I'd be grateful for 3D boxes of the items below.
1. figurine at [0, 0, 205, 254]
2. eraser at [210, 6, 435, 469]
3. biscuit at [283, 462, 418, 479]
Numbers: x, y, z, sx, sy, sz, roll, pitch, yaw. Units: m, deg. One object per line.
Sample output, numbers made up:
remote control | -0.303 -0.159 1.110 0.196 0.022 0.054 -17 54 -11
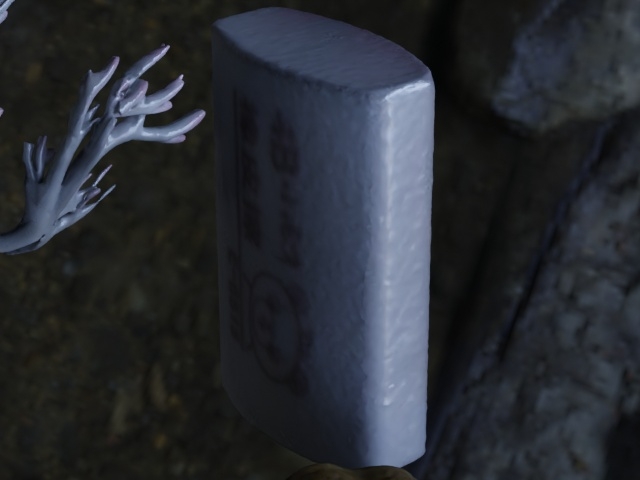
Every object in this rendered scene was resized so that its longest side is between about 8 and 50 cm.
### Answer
figurine | -0.253 -0.080 1.305 0.284 0.206 0.315 -52 167 -7
eraser | 0.000 0.000 1.196 0.095 0.174 0.270 -18 121 -35
biscuit | 0.091 0.222 1.132 0.320 0.047 0.183 12 126 -17
